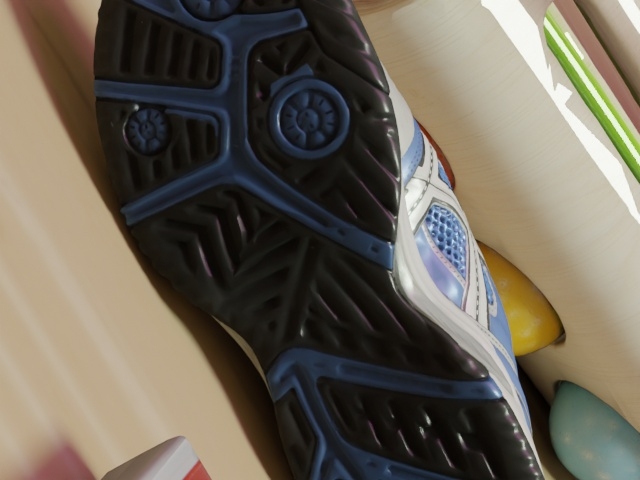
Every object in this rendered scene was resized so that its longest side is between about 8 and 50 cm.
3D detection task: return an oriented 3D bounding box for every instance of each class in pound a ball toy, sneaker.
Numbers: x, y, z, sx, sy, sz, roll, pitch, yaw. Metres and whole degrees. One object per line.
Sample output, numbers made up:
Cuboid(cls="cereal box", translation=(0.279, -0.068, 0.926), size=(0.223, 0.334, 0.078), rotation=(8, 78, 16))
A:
Cuboid(cls="pound a ball toy", translation=(0.105, -0.022, 0.657), size=(0.319, 0.136, 0.208), rotation=(52, -16, -25))
Cuboid(cls="sneaker", translation=(0.000, 0.000, 0.507), size=(0.081, 0.080, 0.211), rotation=(-50, 120, -78))

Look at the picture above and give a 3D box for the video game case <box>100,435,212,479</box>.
Cuboid(cls="video game case", translation=(0.011, 0.190, 0.311), size=(0.285, 0.025, 0.204), rotation=(60, 18, -5))
